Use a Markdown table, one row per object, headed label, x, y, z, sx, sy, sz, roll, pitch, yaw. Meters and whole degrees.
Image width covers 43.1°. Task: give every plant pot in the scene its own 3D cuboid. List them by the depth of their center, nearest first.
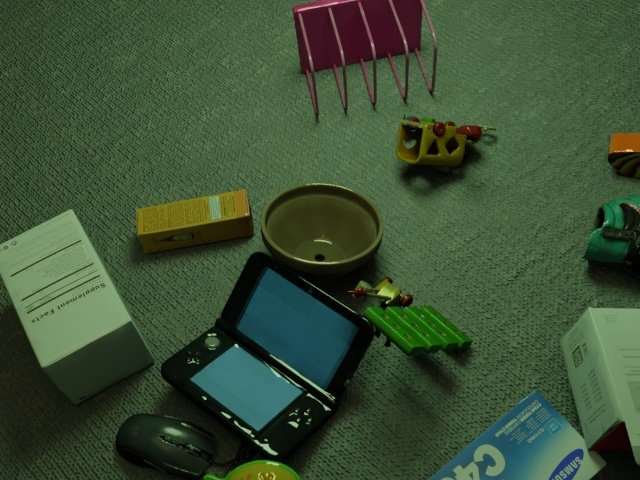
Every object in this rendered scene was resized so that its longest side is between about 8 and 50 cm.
| label | x | y | z | sx | sy | sz | roll | pitch | yaw |
| --- | --- | --- | --- | --- | --- | --- | --- | --- | --- |
| plant pot | 0.000 | 0.000 | 1.591 | 0.237 | 0.109 | 0.237 | 3 | 44 | -3 |

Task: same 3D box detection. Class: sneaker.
| label | x | y | z | sx | sy | sz | roll | pitch | yaw |
| --- | --- | --- | --- | --- | --- | --- | --- | --- | --- |
| sneaker | 0.588 | 0.032 | 1.516 | 0.178 | 0.124 | 0.295 | -4 | 49 | -3 |

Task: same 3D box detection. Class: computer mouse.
| label | x | y | z | sx | sy | sz | roll | pitch | yaw |
| --- | --- | --- | --- | --- | --- | --- | --- | --- | --- |
| computer mouse | -0.229 | 0.335 | 1.439 | 0.262 | 0.060 | 0.184 | 19 | 62 | 17 |

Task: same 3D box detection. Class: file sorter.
| label | x | y | z | sx | sy | sz | roll | pitch | yaw |
| --- | --- | --- | --- | --- | --- | --- | --- | --- | --- |
| file sorter | 0.104 | -0.417 | 1.819 | 0.291 | 0.202 | 0.182 | -11 | 60 | -2 |

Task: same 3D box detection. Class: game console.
| label | x | y | z | sx | sy | sz | roll | pitch | yaw |
| --- | --- | --- | --- | --- | --- | --- | --- | --- | --- |
| game console | -0.098 | 0.197 | 1.439 | 0.293 | 0.173 | 0.250 | 31 | 42 | 24 |

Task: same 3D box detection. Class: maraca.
| label | x | y | z | sx | sy | sz | roll | pitch | yaw |
| --- | --- | --- | --- | --- | --- | --- | --- | --- | --- |
| maraca | -0.117 | 0.430 | 1.339 | 0.186 | 0.099 | 0.127 | -10 | 86 | 4 |

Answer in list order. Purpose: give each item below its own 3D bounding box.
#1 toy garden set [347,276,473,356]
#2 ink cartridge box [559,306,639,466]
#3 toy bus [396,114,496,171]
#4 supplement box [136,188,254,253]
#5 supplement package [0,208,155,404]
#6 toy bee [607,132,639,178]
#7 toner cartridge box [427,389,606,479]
| label | x | y | z | sx | sy | sz | roll | pitch | yaw |
| --- | --- | --- | --- | --- | --- | --- | --- | --- | --- |
| toy garden set | 0.138 | 0.141 | 1.455 | 0.204 | 0.244 | 0.049 | 41 | 108 | 29 |
| ink cartridge box | 0.586 | 0.258 | 1.324 | 0.309 | 0.130 | 0.272 | 3 | 55 | -10 |
| toy bus | 0.258 | -0.200 | 1.714 | 0.202 | 0.191 | 0.104 | 11 | 102 | 13 |
| supplement box | -0.259 | -0.039 | 1.678 | 0.233 | 0.078 | 0.080 | -11 | 56 | -3 |
| supplement package | -0.466 | 0.124 | 1.530 | 0.175 | 0.177 | 0.293 | -29 | 59 | -13 |
| toy bee | 0.743 | -0.154 | 1.630 | 0.298 | 0.162 | 0.195 | 19 | 66 | 46 |
| toner cartridge box | 0.278 | 0.415 | 1.317 | 0.348 | 0.075 | 0.165 | -35 | 67 | -17 |
